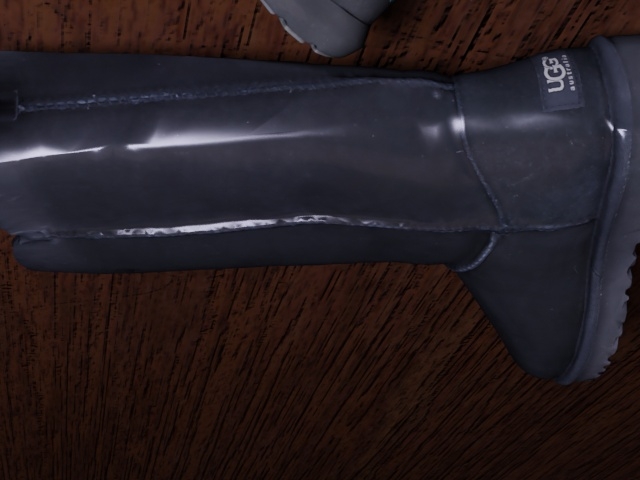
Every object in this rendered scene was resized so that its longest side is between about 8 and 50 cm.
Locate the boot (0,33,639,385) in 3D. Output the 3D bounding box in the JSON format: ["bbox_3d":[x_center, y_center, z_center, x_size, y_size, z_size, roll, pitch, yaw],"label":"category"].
[{"bbox_3d":[0.000,-0.002,0.828,0.445,0.146,0.367,-5,142,1],"label":"boot"}]

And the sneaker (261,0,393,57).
[{"bbox_3d":[-0.040,-0.202,0.547,0.106,0.101,0.267,-39,137,19],"label":"sneaker"}]
